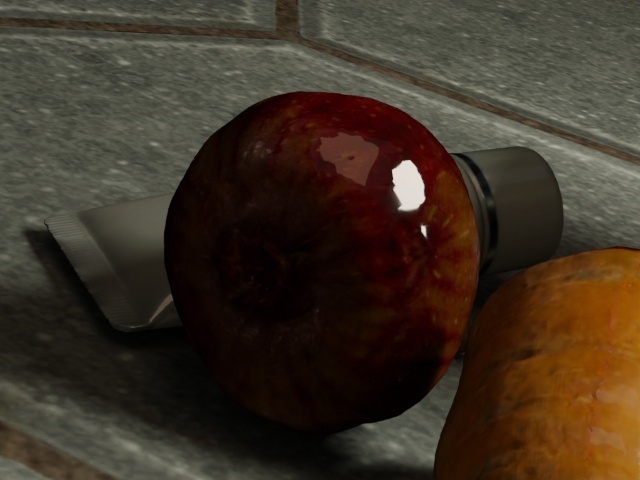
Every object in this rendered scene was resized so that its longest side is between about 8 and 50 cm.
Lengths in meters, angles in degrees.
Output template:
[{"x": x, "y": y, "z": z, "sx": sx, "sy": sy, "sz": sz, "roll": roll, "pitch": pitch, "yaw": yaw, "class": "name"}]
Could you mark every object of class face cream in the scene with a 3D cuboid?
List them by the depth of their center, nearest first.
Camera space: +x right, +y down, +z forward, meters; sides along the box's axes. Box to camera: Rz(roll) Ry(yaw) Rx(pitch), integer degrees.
[{"x": 0.000, "y": 0.000, "z": 0.961, "sx": 0.314, "sy": 0.089, "sz": 0.143, "roll": -10, "pitch": 32, "yaw": -23, "class": "face cream"}]

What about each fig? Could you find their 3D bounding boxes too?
[{"x": 0.017, "y": 0.002, "z": 0.835, "sx": 0.175, "sy": 0.175, "sz": 0.207, "roll": 23, "pitch": 22, "yaw": 23, "class": "fig"}]

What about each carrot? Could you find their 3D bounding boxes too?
[{"x": 0.120, "y": 0.117, "z": 0.665, "sx": 0.159, "sy": 0.159, "sz": 0.225, "roll": 17, "pitch": 32, "yaw": 8, "class": "carrot"}]
